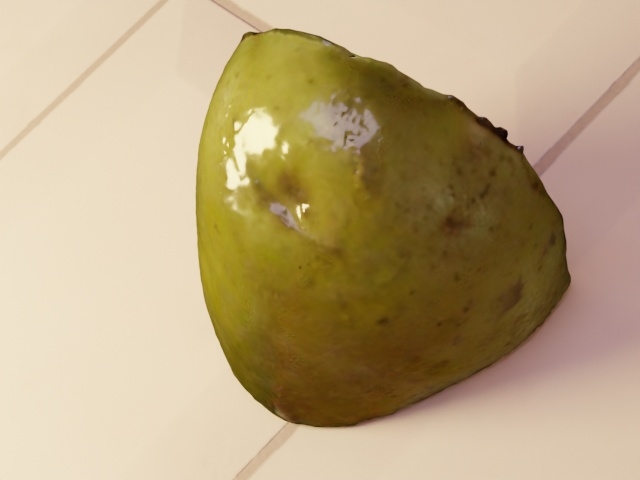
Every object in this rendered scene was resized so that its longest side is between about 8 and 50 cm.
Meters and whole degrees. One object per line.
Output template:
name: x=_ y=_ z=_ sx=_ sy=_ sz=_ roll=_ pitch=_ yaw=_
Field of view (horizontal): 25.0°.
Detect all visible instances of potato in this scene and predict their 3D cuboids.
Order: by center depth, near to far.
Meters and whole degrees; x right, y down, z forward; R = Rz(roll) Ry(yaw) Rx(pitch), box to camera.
potato: x=0.000 y=0.000 z=1.137 sx=0.330 sy=0.280 sz=0.212 roll=16 pitch=64 yaw=30
